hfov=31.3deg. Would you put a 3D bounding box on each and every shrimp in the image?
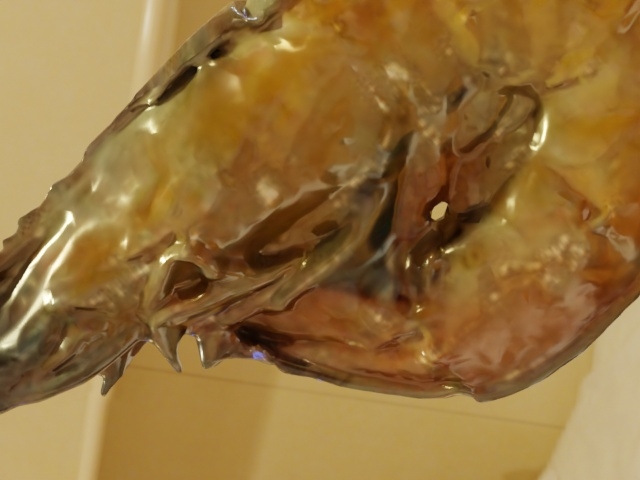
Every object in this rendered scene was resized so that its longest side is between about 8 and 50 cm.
[{"bbox_3d":[0.000,0.000,0.386,0.316,0.164,0.062,-34,2,9],"label":"shrimp"}]
